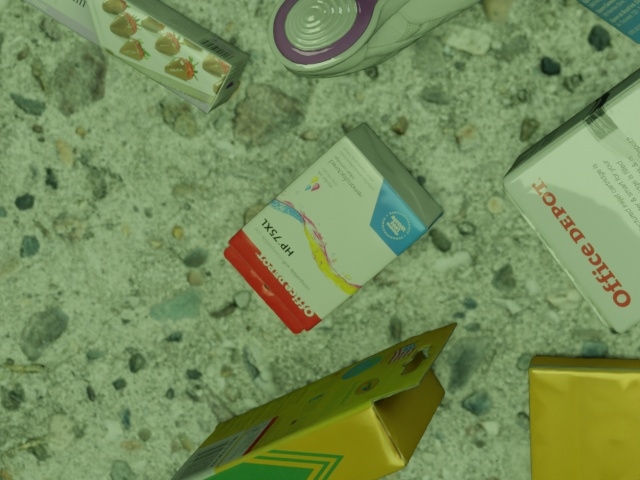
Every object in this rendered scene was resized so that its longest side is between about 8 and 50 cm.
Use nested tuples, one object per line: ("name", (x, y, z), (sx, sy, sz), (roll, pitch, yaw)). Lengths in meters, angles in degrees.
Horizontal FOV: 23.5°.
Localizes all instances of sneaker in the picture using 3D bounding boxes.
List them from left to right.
("sneaker", (0.086, -0.258, 1.539), (0.305, 0.152, 0.114), (-27, 82, 0))

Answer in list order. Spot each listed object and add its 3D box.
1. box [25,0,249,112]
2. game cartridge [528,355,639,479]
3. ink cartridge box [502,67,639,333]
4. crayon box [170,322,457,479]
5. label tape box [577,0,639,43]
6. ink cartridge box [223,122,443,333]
("box", (-0.231, -0.249, 1.656), (0.324, 0.067, 0.063), (32, 112, 5))
("game cartridge", (0.385, 0.264, 1.626), (0.323, 0.053, 0.285), (1, 105, 14))
("ink cartridge box", (0.345, -0.068, 1.503), (0.273, 0.114, 0.197), (-36, 93, 22))
("crayon box", (0.005, 0.208, 1.639), (0.318, 0.202, 0.081), (-26, 97, 22))
("label tape box", (0.218, -0.345, 1.361), (0.347, 0.249, 0.115), (35, 74, -4))
("ink cartridge box", (0.000, 0.000, 1.648), (0.231, 0.078, 0.134), (-42, 90, 23))
